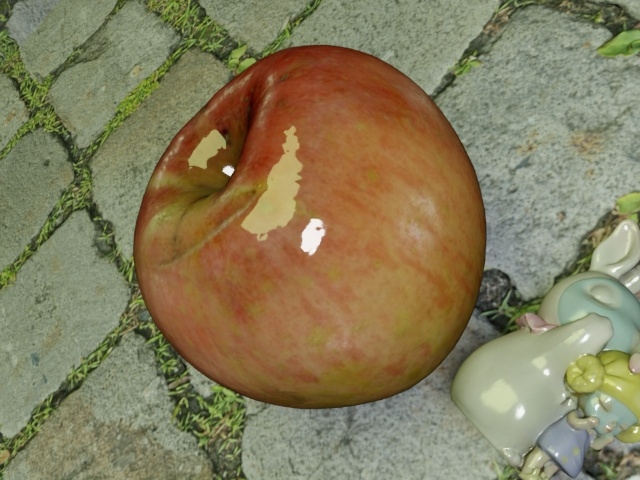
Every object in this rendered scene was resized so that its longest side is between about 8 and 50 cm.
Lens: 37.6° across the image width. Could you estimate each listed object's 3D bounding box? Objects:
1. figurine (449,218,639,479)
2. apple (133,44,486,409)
[{"bbox_3d":[0.236,0.098,0.833,0.235,0.127,0.155,-45,23,2],"label":"figurine"},{"bbox_3d":[0.000,0.000,0.964,0.364,0.364,0.363,-23,48,28],"label":"apple"}]
